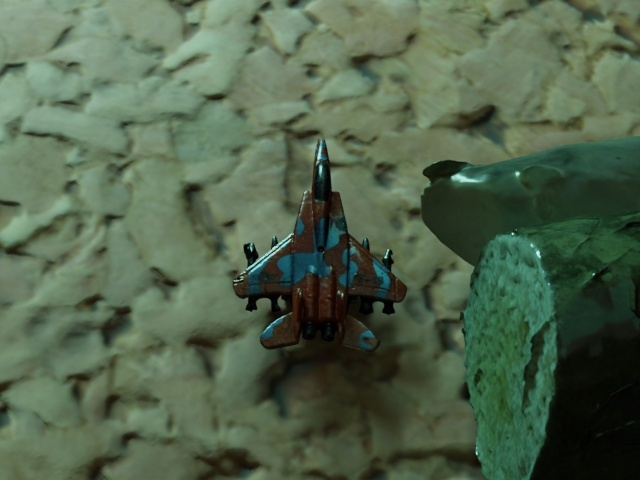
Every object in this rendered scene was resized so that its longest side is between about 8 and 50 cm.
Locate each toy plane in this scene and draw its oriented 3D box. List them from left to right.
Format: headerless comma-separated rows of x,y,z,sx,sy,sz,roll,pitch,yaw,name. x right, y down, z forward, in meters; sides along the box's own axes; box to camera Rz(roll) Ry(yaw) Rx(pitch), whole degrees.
0.000,0.002,1.034,0.130,0.061,0.189,1,49,-1,toy plane

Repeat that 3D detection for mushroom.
0.251,-0.036,1.052,0.352,0.097,0.109,-8,37,-12,mushroom

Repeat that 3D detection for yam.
0.248,0.070,0.921,0.271,0.201,0.202,-2,54,-12,yam
